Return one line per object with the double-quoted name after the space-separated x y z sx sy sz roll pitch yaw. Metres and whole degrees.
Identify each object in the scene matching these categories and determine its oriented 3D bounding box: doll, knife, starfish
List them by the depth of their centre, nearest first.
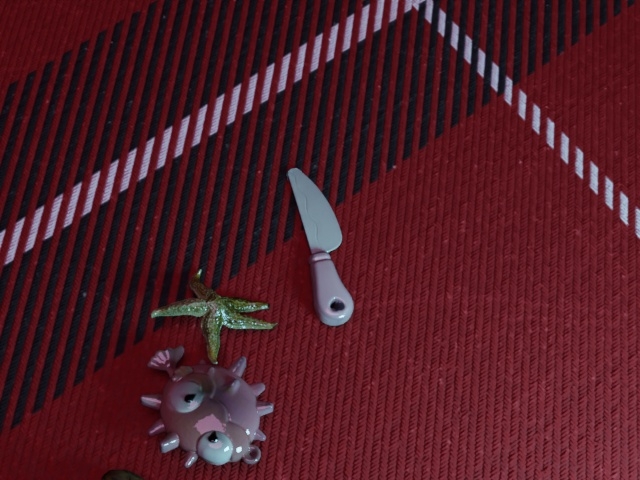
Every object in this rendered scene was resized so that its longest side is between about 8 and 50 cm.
-0.195 0.281 1.671 0.211 0.093 0.262 -29 65 -23 "doll"
-0.187 0.130 1.744 0.224 0.050 0.216 -1 52 -13 "starfish"
0.003 0.000 1.838 0.081 0.043 0.335 -7 64 -12 "knife"

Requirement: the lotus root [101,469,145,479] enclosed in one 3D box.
-0.294 0.444 1.602 0.081 0.089 0.179 -8 53 -52 "lotus root"
